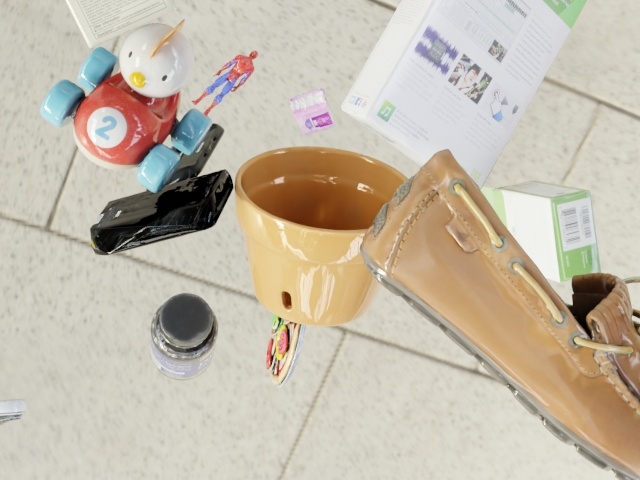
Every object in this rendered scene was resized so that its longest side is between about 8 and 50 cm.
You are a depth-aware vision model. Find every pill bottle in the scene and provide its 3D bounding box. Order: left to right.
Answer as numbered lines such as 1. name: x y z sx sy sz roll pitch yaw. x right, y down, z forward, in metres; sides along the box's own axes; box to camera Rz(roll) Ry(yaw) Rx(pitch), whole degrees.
1. pill bottle: -0.250 0.173 2.077 0.123 0.219 0.122 3 69 -8

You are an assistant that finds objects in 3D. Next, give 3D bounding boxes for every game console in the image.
1. game console: -0.226 -0.098 1.831 0.213 0.361 0.044 -13 118 19

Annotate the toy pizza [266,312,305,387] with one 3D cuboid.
1. toy pizza: -0.063 0.155 1.969 0.032 0.201 0.201 12 105 -12

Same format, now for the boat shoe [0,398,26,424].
1. boat shoe: -0.344 0.179 1.071 0.142 0.049 0.040 -12 84 6

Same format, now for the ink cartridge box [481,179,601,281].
1. ink cartridge box: 0.284 -0.018 1.496 0.062 0.209 0.109 -13 101 -16

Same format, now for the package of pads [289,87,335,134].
1. package of pads: -0.010 -0.176 1.555 0.050 0.083 0.032 -15 73 6

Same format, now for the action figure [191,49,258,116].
1. action figure: -0.129 -0.224 1.584 0.115 0.030 0.038 -44 99 -2

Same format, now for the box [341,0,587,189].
1. box: 0.188 -0.242 1.385 0.232 0.058 0.322 31 90 -41

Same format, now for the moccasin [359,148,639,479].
1. moccasin: 0.212 0.075 0.940 0.380 0.139 0.147 42 98 -1

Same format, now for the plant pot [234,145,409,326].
1. plant pot: 0.000 0.000 1.820 0.291 0.291 0.203 0 121 -12

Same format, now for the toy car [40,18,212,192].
1. toy car: -0.269 -0.241 1.722 0.219 0.210 0.238 34 135 0

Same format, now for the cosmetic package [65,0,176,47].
1. cosmetic package: -0.364 -0.482 1.797 0.160 0.113 0.309 -24 110 -1
